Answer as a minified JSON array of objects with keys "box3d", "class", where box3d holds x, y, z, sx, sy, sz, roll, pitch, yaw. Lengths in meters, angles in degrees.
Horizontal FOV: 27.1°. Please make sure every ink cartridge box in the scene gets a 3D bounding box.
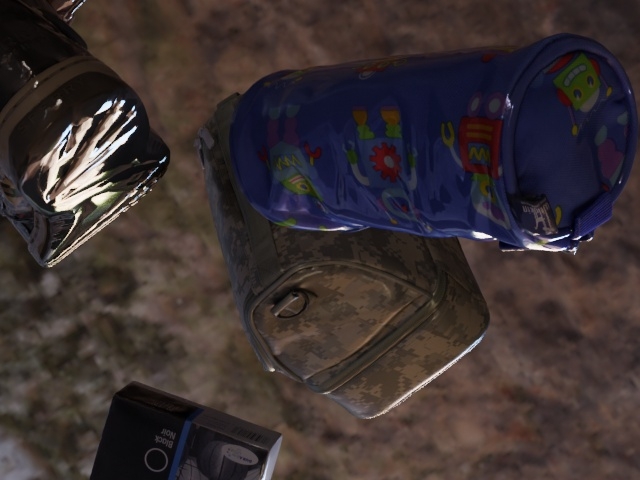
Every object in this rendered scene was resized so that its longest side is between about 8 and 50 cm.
[{"box3d":[-0.162,0.319,1.293,0.165,0.333,0.065,17,11,8],"class":"ink cartridge box"}]

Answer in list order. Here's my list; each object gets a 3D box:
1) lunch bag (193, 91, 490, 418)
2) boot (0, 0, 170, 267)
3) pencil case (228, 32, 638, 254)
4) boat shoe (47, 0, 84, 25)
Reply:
[{"box3d":[0.000,0.000,1.402,0.256,0.212,0.305,36,25,-41],"class":"lunch bag"},{"box3d":[-0.260,-0.134,1.018,0.284,0.138,0.377,47,-9,5],"class":"boot"},{"box3d":[0.066,-0.058,0.865,0.306,0.119,0.133,4,-67,53],"class":"pencil case"},{"box3d":[-0.333,-0.243,1.451,0.123,0.342,0.123,50,-2,36],"class":"boat shoe"}]
